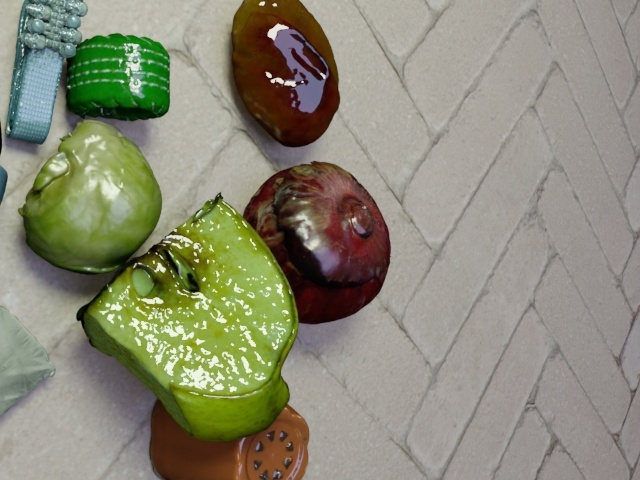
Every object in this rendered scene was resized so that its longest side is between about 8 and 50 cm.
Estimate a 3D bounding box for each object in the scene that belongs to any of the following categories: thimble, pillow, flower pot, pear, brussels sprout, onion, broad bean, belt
[{"bbox_3d":[-0.246,-0.195,0.817,0.118,0.130,0.090,-10,100,-80],"label":"thimble"},{"bbox_3d":[-0.416,0.173,0.729,0.229,0.051,0.128,-43,116,-30],"label":"pillow"},{"bbox_3d":[-0.115,0.274,0.924,0.191,0.173,0.190,0,89,-42],"label":"flower pot"},{"bbox_3d":[-0.127,0.108,0.836,0.255,0.164,0.238,40,59,6],"label":"pear"},{"bbox_3d":[-0.268,-0.047,0.806,0.145,0.131,0.183,29,72,-16],"label":"brussels sprout"},{"bbox_3d":[0.000,0.000,1.005,0.246,0.190,0.246,17,63,-36],"label":"onion"},{"bbox_3d":[-0.054,-0.253,0.993,0.156,0.122,0.228,-25,104,-12],"label":"broad bean"},{"bbox_3d":[-0.321,-0.203,0.770,0.065,0.100,0.179,7,89,-38],"label":"belt"}]

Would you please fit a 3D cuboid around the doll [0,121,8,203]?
[{"bbox_3d":[-0.401,-0.120,0.675,0.177,0.141,0.314,35,52,-69],"label":"doll"}]
